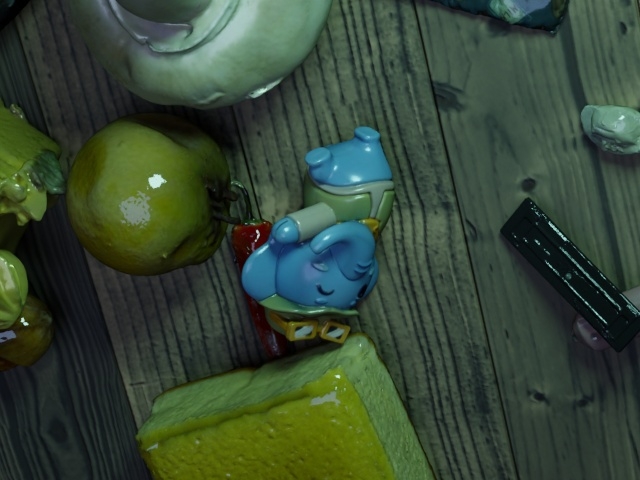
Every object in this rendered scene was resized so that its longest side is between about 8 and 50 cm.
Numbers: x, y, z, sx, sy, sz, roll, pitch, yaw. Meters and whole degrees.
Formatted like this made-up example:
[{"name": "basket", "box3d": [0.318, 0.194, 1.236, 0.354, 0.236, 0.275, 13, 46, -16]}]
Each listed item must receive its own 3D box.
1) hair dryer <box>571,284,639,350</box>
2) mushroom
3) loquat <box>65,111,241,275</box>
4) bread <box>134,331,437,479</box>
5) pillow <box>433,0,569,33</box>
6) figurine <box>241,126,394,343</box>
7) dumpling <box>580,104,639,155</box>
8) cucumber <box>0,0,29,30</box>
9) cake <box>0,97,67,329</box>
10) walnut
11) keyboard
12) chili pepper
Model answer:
[{"name": "hair dryer", "box3d": [0.455, 0.070, 1.663, 0.352, 0.125, 0.210, -25, 103, 31]}, {"name": "mushroom", "box3d": [-0.143, -0.323, 1.587, 0.315, 0.315, 0.356, 5, 145, 12]}, {"name": "loquat", "box3d": [-0.200, -0.056, 1.713, 0.213, 0.213, 0.213, 4, 110, 12]}, {"name": "bread", "box3d": [-0.030, 0.310, 1.831, 0.324, 0.143, 0.333, -16, 110, 20]}, {"name": "pillow", "box3d": [0.171, -0.350, 1.614, 0.256, 0.034, 0.189, 17, 114, 6]}, {"name": "figurine", "box3d": [-0.001, -0.002, 1.706, 0.154, 0.180, 0.262, 19, 119, 22]}, {"name": "dumpling", "box3d": [0.337, -0.126, 1.639, 0.076, 0.052, 0.057, 6, 100, 1]}, {"name": "cucumber", "box3d": [-0.421, -0.256, 1.704, 0.074, 0.074, 0.241, 41, 78, -3]}, {"name": "cake", "box3d": [-0.457, -0.045, 1.775, 0.286, 0.222, 0.227, 30, 116, 3]}, {"name": "walnut", "box3d": [-0.446, 0.122, 1.893, 0.207, 0.116, 0.115, -6, 108, 16]}, {"name": "keyboard", "box3d": [0.297, 0.040, 1.687, 0.204, 0.013, 0.061, 48, 128, 18]}, {"name": "chili pepper", "box3d": [-0.076, 0.050, 1.808, 0.059, 0.050, 0.268, -9, 108, 0]}]
